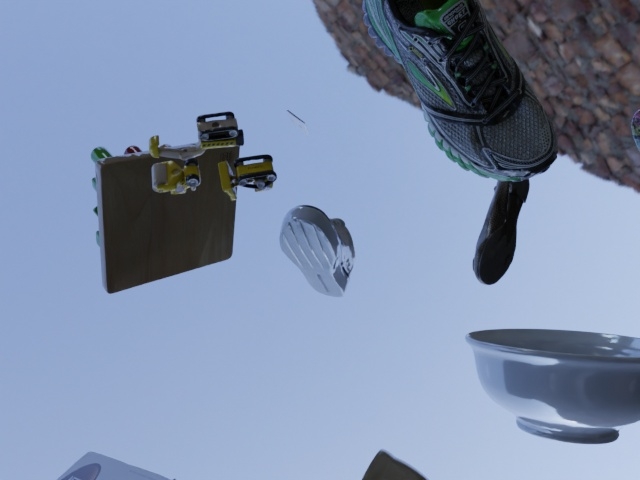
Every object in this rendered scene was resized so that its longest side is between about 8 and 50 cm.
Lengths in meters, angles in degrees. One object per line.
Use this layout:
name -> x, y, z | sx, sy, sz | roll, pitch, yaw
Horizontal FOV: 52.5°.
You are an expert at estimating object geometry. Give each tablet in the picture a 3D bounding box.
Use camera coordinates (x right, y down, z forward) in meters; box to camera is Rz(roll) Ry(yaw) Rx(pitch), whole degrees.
tablet -> -0.051, -0.266, 1.476 | 0.054, 0.083, 0.006 | 38, -94, 13

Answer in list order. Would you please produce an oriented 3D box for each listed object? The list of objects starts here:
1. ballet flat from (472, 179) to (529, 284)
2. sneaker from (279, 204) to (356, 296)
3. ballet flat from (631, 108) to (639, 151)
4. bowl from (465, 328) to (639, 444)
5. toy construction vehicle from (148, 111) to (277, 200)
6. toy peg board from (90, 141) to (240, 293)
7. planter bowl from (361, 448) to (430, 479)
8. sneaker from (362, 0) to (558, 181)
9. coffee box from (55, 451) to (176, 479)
ballet flat -> 0.341, -0.028, 1.253 | 0.084, 0.058, 0.250 | 33, -111, -32
sneaker -> 0.000, 0.000, 1.013 | 0.094, 0.258, 0.091 | 11, -114, 14
ballet flat -> 0.460, -0.074, 0.773 | 0.222, 0.076, 0.079 | 54, -169, -1
bowl -> 0.361, 0.211, 0.947 | 0.297, 0.297, 0.134 | 2, -90, -31
toy construction vehicle -> -0.091, -0.064, 0.541 | 0.098, 0.035, 0.086 | -11, -128, -10
toy peg board -> -0.185, -0.044, 0.741 | 0.160, 0.161, 0.079 | -17, -138, -35
planter bowl -> 0.084, 0.315, 0.668 | 0.109, 0.162, 0.162 | 19, -124, 19
sneaker -> 0.164, -0.216, 0.796 | 0.134, 0.146, 0.344 | -38, -98, 0
coffee box -> -0.277, 0.520, 0.823 | 0.334, 0.337, 0.338 | -41, -75, -34
